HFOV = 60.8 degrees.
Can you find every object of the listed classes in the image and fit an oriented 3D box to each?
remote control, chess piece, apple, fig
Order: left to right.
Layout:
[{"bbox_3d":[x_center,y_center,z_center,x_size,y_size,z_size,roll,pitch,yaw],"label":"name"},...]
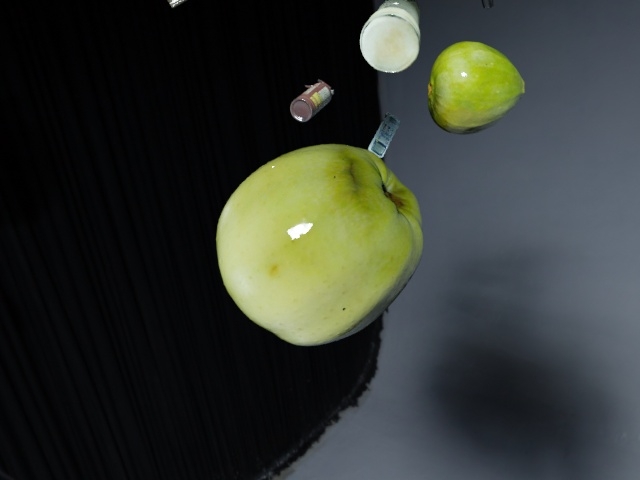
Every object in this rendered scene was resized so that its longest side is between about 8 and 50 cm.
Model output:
[{"bbox_3d":[0.000,0.000,1.240,0.473,0.474,0.474,-7,19,3],"label":"apple"},{"bbox_3d":[0.179,-0.295,1.533,0.053,0.125,0.018,31,-6,-25],"label":"remote control"},{"bbox_3d":[0.240,-0.678,1.714,0.182,0.182,0.330,-1,40,19],"label":"chess piece"},{"bbox_3d":[0.506,-0.491,1.765,0.315,0.316,0.316,-7,19,3],"label":"fig"}]

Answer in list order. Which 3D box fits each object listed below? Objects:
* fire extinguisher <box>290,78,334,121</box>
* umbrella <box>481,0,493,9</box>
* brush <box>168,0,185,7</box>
[{"bbox_3d":[-0.024,-0.465,1.730,0.106,0.075,0.252,35,41,1],"label":"fire extinguisher"},{"bbox_3d":[0.535,-0.939,1.839,0.118,0.340,0.118,-17,48,19],"label":"umbrella"},{"bbox_3d":[-0.351,-0.779,1.652,0.247,0.043,0.036,-27,6,6],"label":"brush"}]
